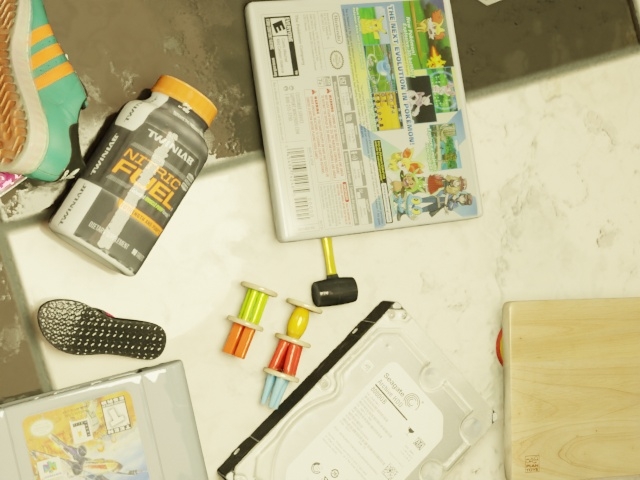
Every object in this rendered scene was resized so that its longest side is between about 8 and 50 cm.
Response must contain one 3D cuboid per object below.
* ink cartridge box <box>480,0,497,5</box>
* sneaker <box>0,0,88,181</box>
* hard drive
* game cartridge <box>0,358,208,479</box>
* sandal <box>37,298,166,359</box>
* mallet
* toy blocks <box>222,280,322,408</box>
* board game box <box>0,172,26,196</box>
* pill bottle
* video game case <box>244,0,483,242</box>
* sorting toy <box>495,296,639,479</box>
[{"bbox_3d":[0.197,-0.471,1.675,0.237,0.100,0.172,29,81,-17],"label":"ink cartridge box"},{"bbox_3d":[-0.360,-0.208,1.480,0.121,0.108,0.302,19,55,-55],"label":"sneaker"},{"bbox_3d":[0.057,0.280,1.643,0.339,0.064,0.237,-44,103,-15],"label":"hard drive"},{"bbox_3d":[-0.299,0.283,1.529,0.297,0.062,0.198,-14,90,-18],"label":"game cartridge"},{"bbox_3d":[-0.287,0.119,1.546,0.179,0.040,0.067,17,90,-32],"label":"sandal"},{"bbox_3d":[0.000,0.000,1.643,0.062,0.039,0.190,-15,90,-19],"label":"mallet"},{"bbox_3d":[-0.076,0.143,1.603,0.123,0.054,0.148,21,83,-18],"label":"toy blocks"},{"bbox_3d":[-0.608,-0.136,1.430,0.390,0.050,0.390,-38,101,-15],"label":"board game box"},{"bbox_3d":[-0.229,-0.088,1.514,0.130,0.130,0.246,33,80,-15],"label":"pill bottle"},{"bbox_3d":[0.062,-0.176,1.648,0.300,0.036,0.329,-7,86,-18],"label":"video game case"},{"bbox_3d":[0.372,0.211,1.734,0.257,0.089,0.255,0,89,-18],"label":"sorting toy"}]
